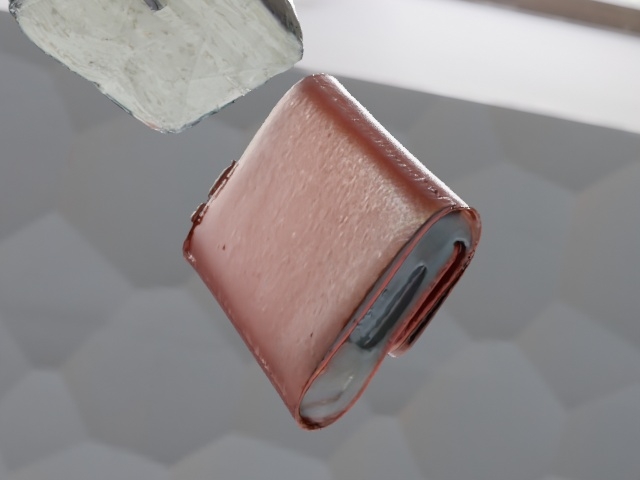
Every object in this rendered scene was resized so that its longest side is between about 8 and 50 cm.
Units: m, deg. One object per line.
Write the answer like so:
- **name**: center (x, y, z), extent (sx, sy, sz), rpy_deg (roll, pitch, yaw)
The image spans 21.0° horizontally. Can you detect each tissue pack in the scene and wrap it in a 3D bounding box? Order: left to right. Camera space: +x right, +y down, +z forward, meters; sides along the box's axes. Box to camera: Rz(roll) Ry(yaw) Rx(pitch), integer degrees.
- **tissue pack**: center (-0.077, -0.137, 0.697), extent (0.090, 0.103, 0.170), rpy_deg (-30, -133, 18)

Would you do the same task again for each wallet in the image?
- **wallet**: center (0.000, 0.000, 0.950), extent (0.142, 0.045, 0.204), rpy_deg (-53, -148, 8)
